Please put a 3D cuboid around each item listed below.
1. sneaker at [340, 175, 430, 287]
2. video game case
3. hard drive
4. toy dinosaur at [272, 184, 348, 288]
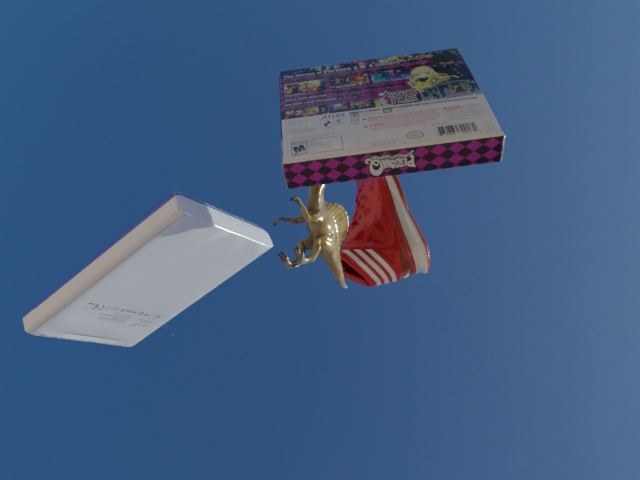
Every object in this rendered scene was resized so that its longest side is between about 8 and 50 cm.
[{"bbox_3d":[0.056,-0.033,0.899,0.128,0.087,0.221,-19,-126,-7],"label":"sneaker"},{"bbox_3d":[0.069,-0.148,0.736,0.232,0.042,0.210,-8,-139,1],"label":"video game case"},{"bbox_3d":[-0.255,0.058,0.958,0.319,0.210,0.040,-35,-119,19],"label":"hard drive"},{"bbox_3d":[0.000,0.000,0.751,0.092,0.053,0.183,-29,-63,-30],"label":"toy dinosaur"}]
